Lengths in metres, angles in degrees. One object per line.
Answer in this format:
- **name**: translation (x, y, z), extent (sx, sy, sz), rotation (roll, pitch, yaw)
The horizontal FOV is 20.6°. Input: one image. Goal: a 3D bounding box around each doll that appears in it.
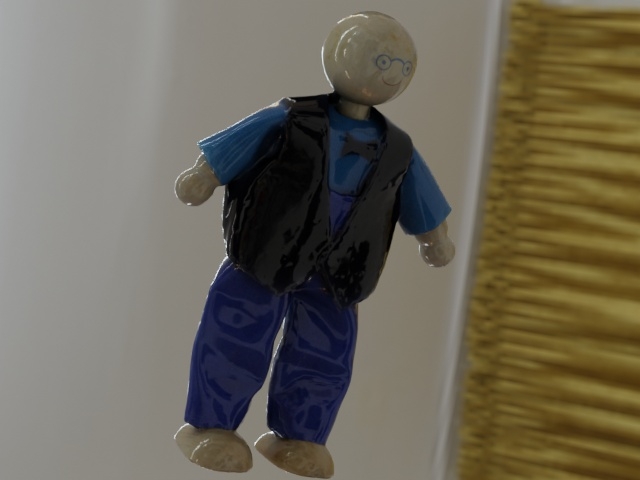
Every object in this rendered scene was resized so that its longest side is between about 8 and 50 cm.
- **doll**: translation (0.000, 0.000, 0.708), extent (0.129, 0.046, 0.189), rotation (9, -77, -27)
